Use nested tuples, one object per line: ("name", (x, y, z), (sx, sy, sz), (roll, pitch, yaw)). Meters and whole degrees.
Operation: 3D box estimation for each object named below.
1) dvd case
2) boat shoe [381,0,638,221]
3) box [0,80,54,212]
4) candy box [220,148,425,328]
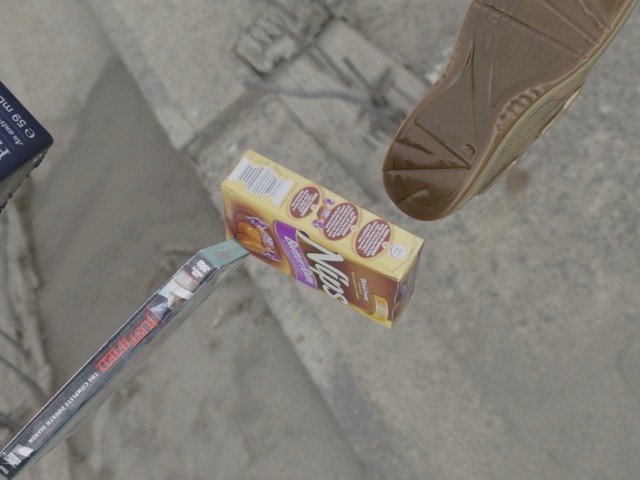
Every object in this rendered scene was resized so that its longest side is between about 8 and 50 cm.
("dvd case", (-0.080, 0.046, 0.482), (0.119, 0.013, 0.087), (-46, -1, 5))
("boat shoe", (0.187, -0.164, 1.081), (0.121, 0.110, 0.341), (48, 118, 16))
("box", (-0.468, -0.092, 1.068), (0.183, 0.296, 0.294), (-36, 9, 49))
("candy box", (0.000, 0.000, 1.066), (0.187, 0.109, 0.053), (26, 64, 13))
